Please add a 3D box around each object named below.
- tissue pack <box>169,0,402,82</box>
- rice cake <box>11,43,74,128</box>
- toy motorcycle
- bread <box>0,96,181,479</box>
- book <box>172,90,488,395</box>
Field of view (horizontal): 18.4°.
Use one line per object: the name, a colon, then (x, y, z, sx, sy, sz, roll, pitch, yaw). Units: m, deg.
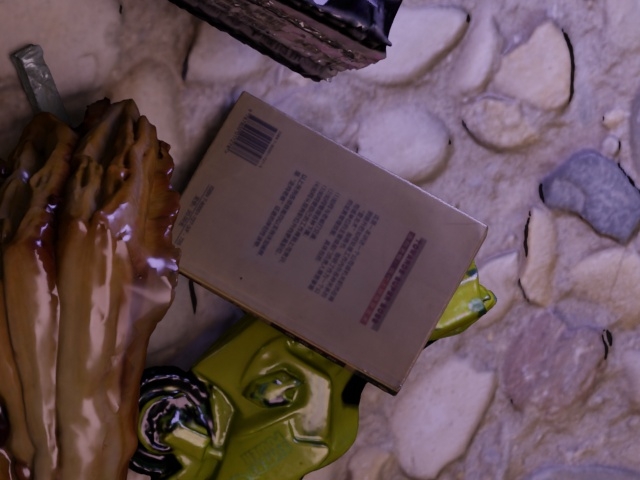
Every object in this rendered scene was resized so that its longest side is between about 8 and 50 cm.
tissue pack: (-0.069, -0.290, 1.462, 0.332, 0.123, 0.245, 26, 65, -31)
rice cake: (-0.208, -0.096, 1.533, 0.022, 0.021, 0.121, -34, 118, -28)
toy motorcycle: (-0.001, 0.118, 1.642, 0.342, 0.142, 0.206, -39, 117, -13)
bread: (-0.217, 0.098, 1.436, 0.192, 0.314, 0.370, 7, 110, -8)
book: (0.000, 0.000, 1.588, 0.231, 0.026, 0.161, 30, 76, 2)
